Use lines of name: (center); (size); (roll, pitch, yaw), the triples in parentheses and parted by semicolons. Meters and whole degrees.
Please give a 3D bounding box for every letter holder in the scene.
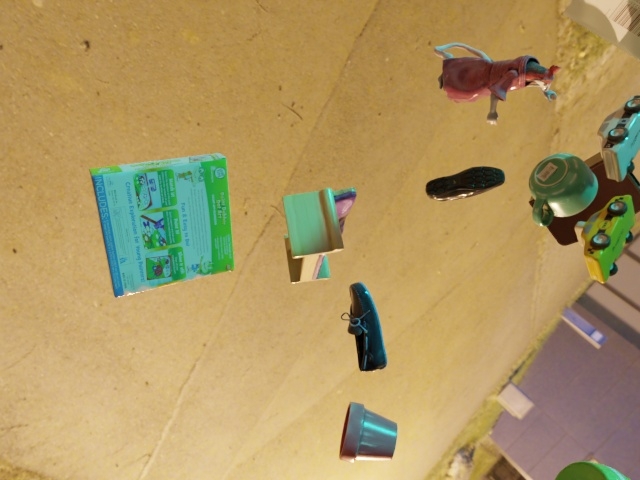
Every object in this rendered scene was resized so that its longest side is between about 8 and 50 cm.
letter holder: (0.914, -0.144, 1.721); (0.302, 0.214, 0.152); (-36, -178, 37)

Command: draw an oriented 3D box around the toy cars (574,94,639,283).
toy cars: (0.597, -0.111, 1.050); (0.177, 0.087, 0.393); (3, 96, -42)

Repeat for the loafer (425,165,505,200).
loafer: (0.413, -0.159, 1.443); (0.223, 0.076, 0.078); (-10, 161, 28)

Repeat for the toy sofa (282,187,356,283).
toy sofa: (0.000, 0.000, 1.287); (0.177, 0.150, 0.362); (-8, 166, -6)

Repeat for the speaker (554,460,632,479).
speaker: (0.495, 0.443, 0.760); (0.297, 0.131, 0.131); (31, 106, -14)

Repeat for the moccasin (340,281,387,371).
moccasin: (0.157, 0.327, 1.871); (0.117, 0.341, 0.138); (-15, 179, -15)

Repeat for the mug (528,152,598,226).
mug: (0.540, -0.120, 1.139); (0.097, 0.130, 0.157); (32, 59, -35)

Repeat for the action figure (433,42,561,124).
action figure: (0.574, -0.523, 1.576); (0.248, 0.370, 0.275); (-29, 110, -28)

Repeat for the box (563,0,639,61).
box: (0.650, -0.521, 0.899); (0.345, 0.215, 0.168); (-51, 170, -8)

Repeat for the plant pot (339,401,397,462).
plant pot: (0.172, 0.692, 1.789); (0.201, 0.180, 0.201); (13, 90, -87)

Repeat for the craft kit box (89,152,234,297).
craft kit box: (-0.299, -0.033, 0.991); (0.247, 0.061, 0.249); (-11, 116, -24)
